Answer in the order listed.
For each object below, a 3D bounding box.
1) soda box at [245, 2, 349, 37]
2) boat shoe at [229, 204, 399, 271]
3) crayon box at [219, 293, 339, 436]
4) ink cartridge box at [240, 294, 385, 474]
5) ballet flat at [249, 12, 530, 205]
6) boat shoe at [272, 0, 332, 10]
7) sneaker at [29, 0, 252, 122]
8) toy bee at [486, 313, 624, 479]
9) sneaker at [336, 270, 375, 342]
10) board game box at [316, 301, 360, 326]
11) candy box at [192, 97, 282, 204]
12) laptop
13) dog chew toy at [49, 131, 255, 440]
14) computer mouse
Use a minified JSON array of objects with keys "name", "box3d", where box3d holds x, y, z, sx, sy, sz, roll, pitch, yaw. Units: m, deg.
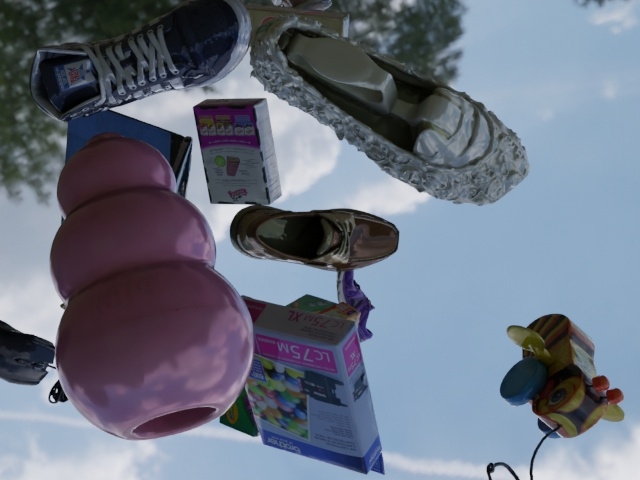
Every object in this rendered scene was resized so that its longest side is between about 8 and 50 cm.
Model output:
[{"name":"soda box","box3d":[-0.045,-0.361,1.879,0.181,0.061,0.058,8,-158,9]},{"name":"boat shoe","box3d":[0.000,0.000,2.022,0.324,0.123,0.120,1,-177,-23]},{"name":"crayon box","box3d":[-0.067,0.216,1.975,0.081,0.165,0.278,17,-159,25]},{"name":"ink cartridge box","box3d":[-0.017,0.227,1.589,0.185,0.311,0.065,11,-135,28]},{"name":"ballet flat","box3d":[0.091,-0.167,1.413,0.147,0.409,0.147,-63,-176,8]},{"name":"boat shoe","box3d":[-0.053,-0.535,2.324,0.123,0.116,0.324,-31,-163,-4]},{"name":"sneaker","box3d":[-0.218,-0.207,1.278,0.282,0.099,0.153,-13,-175,39]},{"name":"toy bee","box3d":[0.325,0.199,1.425,0.162,0.195,0.298,-36,-139,38]},{"name":"sneaker","box3d":[0.069,0.115,2.155,0.071,0.170,0.068,-9,-171,1]},{"name":"board game box","box3d":[-0.021,0.200,1.828,0.045,0.147,0.193,29,-147,35]},{"name":"candy box","box3d":[-0.184,-0.199,2.478,0.159,0.233,0.071,3,-157,25]},{"name":"laptop","box3d":[-0.349,0.009,1.827,0.236,0.382,0.408,7,-159,-4]},{"name":"dog chew toy","box3d":[-0.193,0.037,1.175,0.206,0.332,0.206,-15,160,-6]},{"name":"computer mouse","box3d":[-0.512,0.184,1.995,0.060,0.262,0.184,25,-98,52]}]
